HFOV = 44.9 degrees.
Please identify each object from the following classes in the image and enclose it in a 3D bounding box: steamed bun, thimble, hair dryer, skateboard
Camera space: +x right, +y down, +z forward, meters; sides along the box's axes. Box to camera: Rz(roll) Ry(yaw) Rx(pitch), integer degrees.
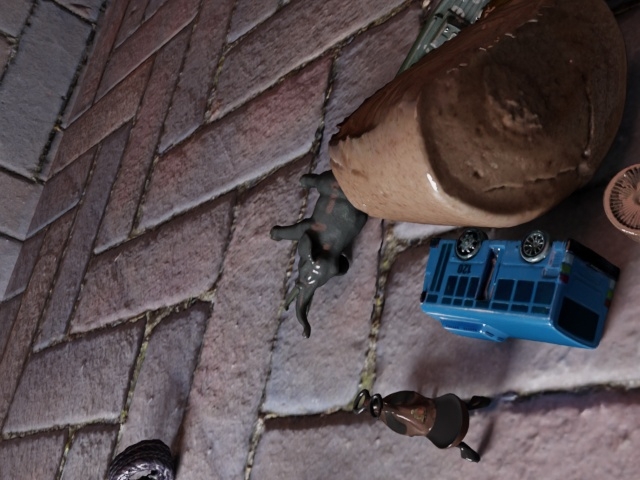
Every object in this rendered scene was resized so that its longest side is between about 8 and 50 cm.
[{"bbox_3d":[0.177,-0.119,0.822,0.301,0.199,0.251,-39,10,-21],"label":"steamed bun"},{"bbox_3d":[-0.279,0.363,1.206,0.104,0.095,0.066,-67,27,21],"label":"thimble"},{"bbox_3d":[0.328,0.004,0.637,0.182,0.117,0.064,38,104,32],"label":"hair dryer"},{"bbox_3d":[0.100,0.185,0.818,0.151,0.080,0.067,-6,69,55],"label":"skateboard"}]

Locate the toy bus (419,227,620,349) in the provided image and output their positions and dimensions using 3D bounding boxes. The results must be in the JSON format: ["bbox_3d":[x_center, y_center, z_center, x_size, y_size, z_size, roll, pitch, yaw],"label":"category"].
[{"bbox_3d":[0.190,0.049,0.783,0.185,0.090,0.106,1,71,54],"label":"toy bus"}]

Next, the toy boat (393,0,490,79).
[{"bbox_3d":[0.165,-0.257,1.052,0.260,0.078,0.085,-58,15,9],"label":"toy boat"}]

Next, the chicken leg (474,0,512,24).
[{"bbox_3d":[0.211,-0.231,0.988,0.178,0.070,0.093,-64,10,4],"label":"chicken leg"}]

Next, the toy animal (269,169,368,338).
[{"bbox_3d":[-0.006,0.002,1.100,0.137,0.082,0.269,6,71,57],"label":"toy animal"}]
